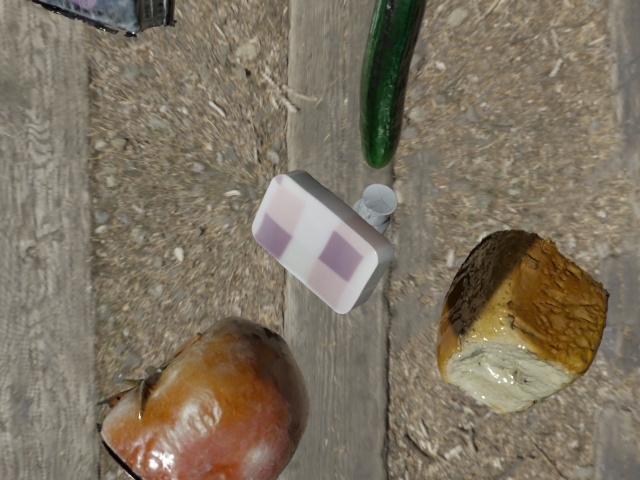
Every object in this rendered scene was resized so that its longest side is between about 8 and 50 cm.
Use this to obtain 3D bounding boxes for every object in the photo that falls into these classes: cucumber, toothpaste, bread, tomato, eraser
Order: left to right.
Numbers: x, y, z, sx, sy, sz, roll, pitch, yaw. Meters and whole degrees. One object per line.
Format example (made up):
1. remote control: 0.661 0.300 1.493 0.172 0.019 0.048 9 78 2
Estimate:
1. tomato: -0.093 0.152 0.806 0.181 0.214 0.155 41 94 -4
2. eraser: 0.000 0.000 0.618 0.105 0.026 0.065 39 124 21
3. toothpaste: 0.056 -0.003 1.256 0.057 0.234 0.089 -24 71 -26
4. cucumber: 0.068 -0.181 0.806 0.056 0.056 0.284 2 132 -4
5. bread: 0.106 0.046 0.461 0.077 0.083 0.070 33 56 -2

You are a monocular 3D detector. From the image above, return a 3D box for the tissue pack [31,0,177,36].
1. tissue pack: -0.311 -0.488 1.136 0.259 0.122 0.361 25 126 25
